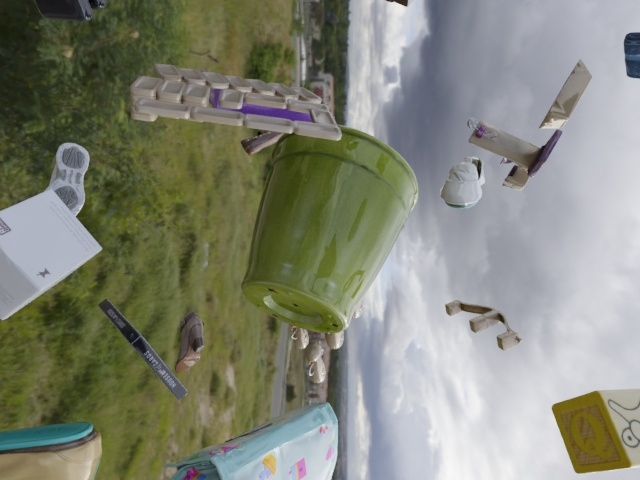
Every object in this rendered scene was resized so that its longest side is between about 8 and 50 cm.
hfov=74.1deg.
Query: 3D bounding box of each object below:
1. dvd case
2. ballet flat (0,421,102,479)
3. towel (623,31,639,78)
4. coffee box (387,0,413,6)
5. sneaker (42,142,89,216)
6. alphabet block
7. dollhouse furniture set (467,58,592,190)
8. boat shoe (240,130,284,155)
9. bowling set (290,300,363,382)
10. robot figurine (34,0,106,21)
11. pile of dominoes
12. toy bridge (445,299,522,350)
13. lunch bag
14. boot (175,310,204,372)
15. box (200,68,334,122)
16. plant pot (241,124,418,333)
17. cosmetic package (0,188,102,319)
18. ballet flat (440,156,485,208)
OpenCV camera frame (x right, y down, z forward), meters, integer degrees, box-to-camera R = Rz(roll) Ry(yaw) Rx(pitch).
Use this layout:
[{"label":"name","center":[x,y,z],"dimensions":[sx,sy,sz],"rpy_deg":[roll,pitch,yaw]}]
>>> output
[{"label":"dvd case","center":[-0.389,0.231,0.922],"dimensions":[0.029,0.238,0.180],"rpy_deg":[-41,125,-27]},{"label":"ballet flat","center":[-0.307,0.194,0.346],"dimensions":[0.080,0.231,0.073],"rpy_deg":[163,-69,-80]},{"label":"towel","center":[0.735,-0.422,0.973],"dimensions":[0.029,0.067,0.119],"rpy_deg":[-54,133,-6]},{"label":"coffee box","center":[0.178,-0.538,0.707],"dimensions":[0.247,0.098,0.141],"rpy_deg":[-50,158,-14]},{"label":"sneaker","center":[-0.651,-0.126,1.085],"dimensions":[0.115,0.090,0.233],"rpy_deg":[-27,-128,49]},{"label":"alphabet block","center":[0.812,0.527,1.175],"dimensions":[0.194,0.196,0.193],"rpy_deg":[115,-26,-52]},{"label":"dollhouse furniture set","center":[0.204,-0.127,0.435],"dimensions":[0.114,0.081,0.091],"rpy_deg":[-58,164,-4]},{"label":"boat shoe","center":[-0.235,-0.419,1.744],"dimensions":[0.073,0.207,0.073],"rpy_deg":[54,-38,-1]},{"label":"bowling set","center":[-0.026,0.195,1.083],"dimensions":[0.287,0.199,0.154],"rpy_deg":[-56,149,-41]},{"label":"robot figurine","center":[-0.464,-0.527,0.712],"dimensions":[0.209,0.173,0.278],"rpy_deg":[51,-25,34]},{"label":"pile of dominoes","center":[-0.110,-0.174,0.562],"dimensions":[0.196,0.250,0.040],"rpy_deg":[-102,-159,-55]},{"label":"toy bridge","center":[0.313,0.152,0.803],"dimensions":[0.188,0.063,0.026],"rpy_deg":[-145,-142,-71]},{"label":"lunch bag","center":[-0.098,0.350,0.582],"dimensions":[0.223,0.160,0.263],"rpy_deg":[1,116,-50]},{"label":"boot","center":[-0.281,0.211,0.895],"dimensions":[0.042,0.118,0.087],"rpy_deg":[16,34,-47]},{"label":"box","center":[-0.137,-0.339,1.049],"dimensions":[0.201,0.293,0.057],"rpy_deg":[48,-54,49]},{"label":"plant pot","center":[0.000,0.000,0.945],"dimensions":[0.367,0.365,0.353],"rpy_deg":[84,23,-60]},{"label":"cosmetic package","center":[-0.564,0.027,0.813],"dimensions":[0.151,0.183,0.151],"rpy_deg":[55,32,-14]},{"label":"ballet flat","center":[0.498,-0.218,1.465],"dimensions":[0.400,0.139,0.139],"rpy_deg":[-36,128,-58]}]
